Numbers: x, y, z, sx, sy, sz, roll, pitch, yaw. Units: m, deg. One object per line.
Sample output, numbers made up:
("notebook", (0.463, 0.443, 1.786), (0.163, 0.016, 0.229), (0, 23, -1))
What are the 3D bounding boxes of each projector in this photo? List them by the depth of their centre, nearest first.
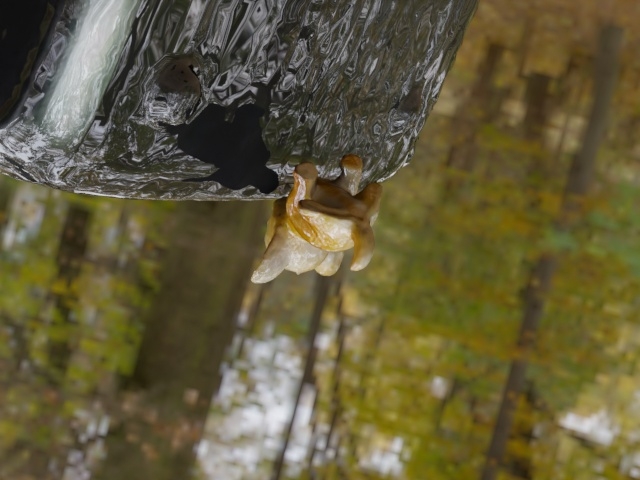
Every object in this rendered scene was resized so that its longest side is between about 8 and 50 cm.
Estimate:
("projector", (-0.043, -0.232, 0.944), (0.242, 0.395, 0.405), (27, -167, 24))

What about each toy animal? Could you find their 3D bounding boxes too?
("toy animal", (0.000, 0.000, 0.933), (0.060, 0.083, 0.081), (-14, -123, -32))
